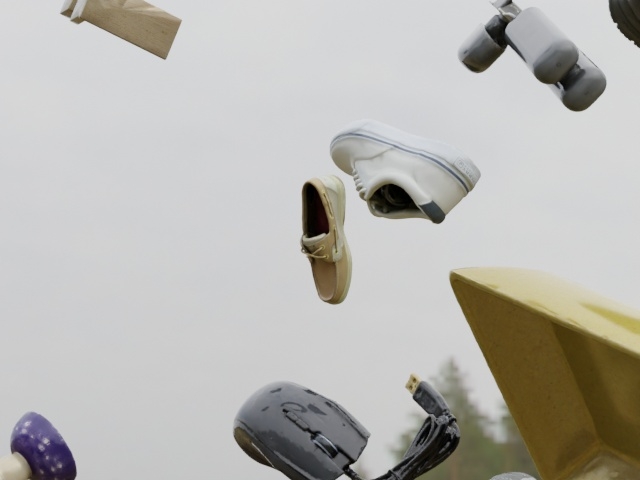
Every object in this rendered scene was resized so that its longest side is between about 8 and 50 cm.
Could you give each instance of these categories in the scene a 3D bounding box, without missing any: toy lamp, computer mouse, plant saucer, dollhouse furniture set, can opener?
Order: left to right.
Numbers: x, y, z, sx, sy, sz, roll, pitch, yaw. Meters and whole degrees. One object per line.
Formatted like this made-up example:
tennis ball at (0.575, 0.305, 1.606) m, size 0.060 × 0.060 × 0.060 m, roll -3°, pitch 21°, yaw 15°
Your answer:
toy lamp at (-0.324, 0.233, 1.356) m, size 0.275 × 0.080 × 0.080 m, roll -34°, pitch 10°, yaw -33°
dollhouse furniture set at (-0.252, -0.318, 2.227) m, size 0.123 × 0.144 × 0.151 m, roll 25°, pitch -10°, yaw -20°
computer mouse at (0.020, 0.183, 1.765) m, size 0.262 × 0.184 × 0.060 m, roll 35°, pitch -19°, yaw 49°
can opener at (0.196, -0.171, 1.641) m, size 0.076 × 0.095 × 0.283 m, roll 42°, pitch 11°, yaw -16°
plant saucer at (0.303, 0.168, 1.601) m, size 0.333 × 0.081 × 0.333 m, roll 25°, pitch -30°, yaw 49°

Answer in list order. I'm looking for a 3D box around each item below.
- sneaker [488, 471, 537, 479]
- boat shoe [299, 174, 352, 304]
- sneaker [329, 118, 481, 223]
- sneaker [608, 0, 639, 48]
sneaker at (0.148, 0.283, 1.155) m, size 0.100 × 0.271 × 0.108 m, roll -1°, pitch 21°, yaw 31°
boat shoe at (0.000, 0.000, 1.762) m, size 0.050 × 0.135 × 0.045 m, roll -8°, pitch -3°, yaw 41°
sneaker at (0.075, -0.077, 1.979) m, size 0.094 × 0.091 × 0.258 m, roll 49°, pitch -17°, yaw -27°
sneaker at (0.455, -0.214, 1.916) m, size 0.286 × 0.109 × 0.130 m, roll 36°, pitch -15°, yaw -3°
